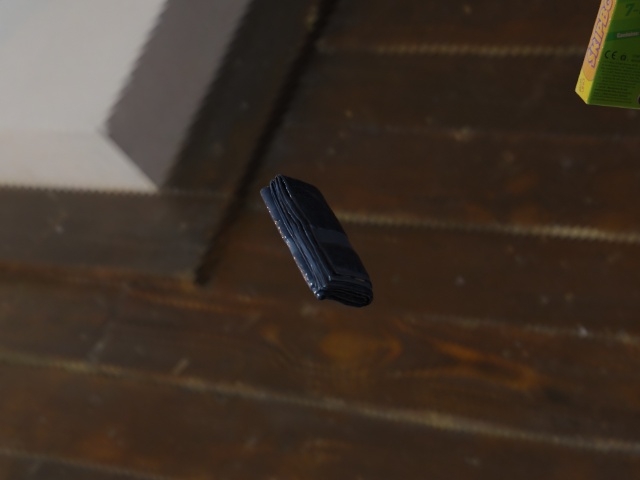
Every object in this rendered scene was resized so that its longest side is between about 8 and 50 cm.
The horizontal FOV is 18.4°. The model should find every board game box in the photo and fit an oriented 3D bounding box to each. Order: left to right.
[{"bbox_3d":[0.314,-0.236,1.708,0.039,0.124,0.259,-119,38,-55],"label":"board game box"}]

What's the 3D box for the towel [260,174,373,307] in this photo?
[{"bbox_3d":[0.000,0.000,1.583,0.029,0.067,0.119,-46,54,24],"label":"towel"}]
